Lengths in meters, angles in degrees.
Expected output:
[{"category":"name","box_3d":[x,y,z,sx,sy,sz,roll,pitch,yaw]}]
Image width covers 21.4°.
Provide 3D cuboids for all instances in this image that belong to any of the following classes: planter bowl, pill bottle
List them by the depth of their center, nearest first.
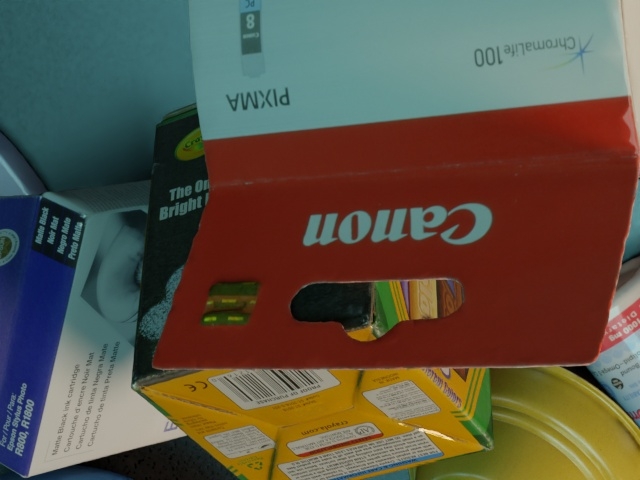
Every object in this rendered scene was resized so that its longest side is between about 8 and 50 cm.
[{"category":"pill bottle","box_3d":[0.247,0.096,1.191,0.087,0.087,0.160,-37,94,25]},{"category":"planter bowl","box_3d":[0.136,0.194,1.221,0.217,0.090,0.217,19,129,25]}]

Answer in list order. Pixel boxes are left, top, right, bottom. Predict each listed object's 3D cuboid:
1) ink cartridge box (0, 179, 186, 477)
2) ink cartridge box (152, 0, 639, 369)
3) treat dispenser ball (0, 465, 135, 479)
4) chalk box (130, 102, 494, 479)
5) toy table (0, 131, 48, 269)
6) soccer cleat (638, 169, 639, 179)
[{"category":"ink cartridge box","box_3d":[-0.167,0.064,1.243,0.045,0.224,0.223,33,119,37]},{"category":"ink cartridge box","box_3d":[0.046,-0.112,1.015,0.308,0.385,0.091,-3,148,34]},{"category":"treat dispenser ball","box_3d":[-0.201,0.317,1.299,0.288,0.288,0.288,6,109,16]},{"category":"chalk box","box_3d":[0.000,0.000,1.160,0.180,0.289,0.179,-16,140,24]},{"category":"toy table","box_3d":[-0.307,0.028,1.306,0.252,0.161,0.274,-38,95,25]},{"category":"soccer cleat","box_3d":[0.229,-0.082,1.143,0.318,0.109,0.116,34,143,-4]}]
